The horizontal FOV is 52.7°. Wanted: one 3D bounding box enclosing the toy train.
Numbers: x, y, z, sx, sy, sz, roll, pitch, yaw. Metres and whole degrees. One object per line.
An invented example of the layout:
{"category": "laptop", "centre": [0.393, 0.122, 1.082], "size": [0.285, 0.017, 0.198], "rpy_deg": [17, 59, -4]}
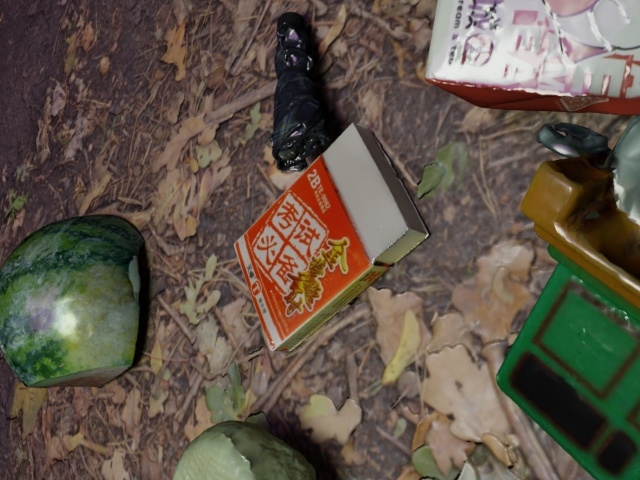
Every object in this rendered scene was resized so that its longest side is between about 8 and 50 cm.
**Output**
{"category": "toy train", "centre": [0.272, 0.079, 0.353], "size": [0.429, 0.178, 0.249], "rpy_deg": [45, 130, 34]}

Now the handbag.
{"category": "handbag", "centre": [0.245, -0.171, 0.477], "size": [0.298, 0.151, 0.171], "rpy_deg": [14, 101, 28]}

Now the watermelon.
{"category": "watermelon", "centre": [-0.381, 0.069, 1.014], "size": [0.224, 0.180, 0.305], "rpy_deg": [-8, 63, -4]}

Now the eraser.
{"category": "eraser", "centre": [0.000, 0.000, 0.730], "size": [0.230, 0.038, 0.157], "rpy_deg": [-43, 54, 29]}

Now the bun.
{"category": "bun", "centre": [-0.068, 0.283, 0.671], "size": [0.195, 0.118, 0.195], "rpy_deg": [-13, 72, 47]}

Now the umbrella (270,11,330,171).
{"category": "umbrella", "centre": [-0.027, -0.186, 0.781], "size": [0.080, 0.071, 0.224], "rpy_deg": [-38, 47, 41]}
